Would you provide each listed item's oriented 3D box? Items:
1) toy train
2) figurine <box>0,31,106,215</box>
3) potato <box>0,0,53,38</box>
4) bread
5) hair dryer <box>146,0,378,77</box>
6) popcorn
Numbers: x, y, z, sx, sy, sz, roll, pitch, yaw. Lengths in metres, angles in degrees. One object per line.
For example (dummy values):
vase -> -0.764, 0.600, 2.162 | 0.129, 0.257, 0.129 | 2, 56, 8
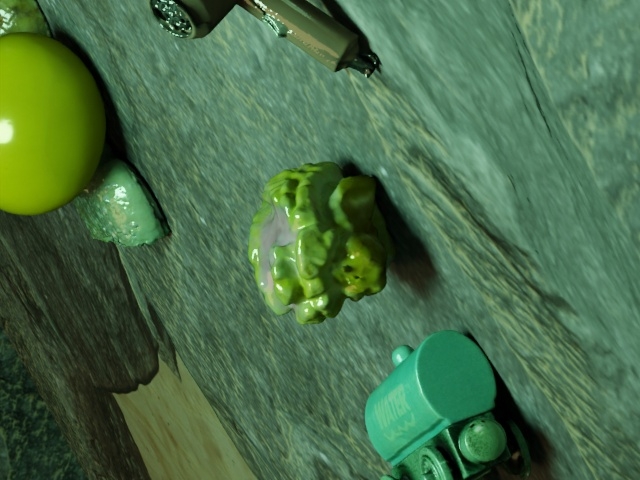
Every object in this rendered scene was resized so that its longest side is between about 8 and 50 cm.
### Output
toy train -> 0.100, 0.166, 1.587 | 0.248, 0.101, 0.159 | 122, 129, -68
figurine -> -0.412, -0.140, 2.141 | 0.343, 0.187, 0.215 | 4, 114, 30
potato -> -0.398, -0.257, 2.235 | 0.164, 0.081, 0.200 | 56, 164, 6
bread -> -0.273, -0.064, 2.232 | 0.232, 0.064, 0.172 | 52, 159, 25
hair dryer -> -0.035, -0.178, 1.396 | 0.181, 0.117, 0.064 | 35, 156, 9
popcorn -> 0.000, 0.000, 1.533 | 0.145, 0.126, 0.126 | -92, -6, -69
